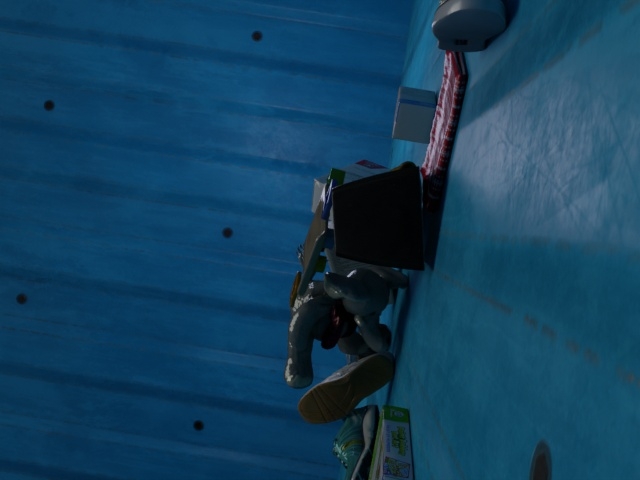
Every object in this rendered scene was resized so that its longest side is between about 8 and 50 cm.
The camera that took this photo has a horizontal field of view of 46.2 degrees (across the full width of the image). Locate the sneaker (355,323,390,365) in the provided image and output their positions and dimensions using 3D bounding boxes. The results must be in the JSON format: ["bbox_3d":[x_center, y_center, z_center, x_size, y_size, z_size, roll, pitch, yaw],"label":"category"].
[{"bbox_3d":[0.143,0.298,2.070,0.227,0.087,0.130,18,-101,-85],"label":"sneaker"}]

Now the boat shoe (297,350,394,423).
[{"bbox_3d":[0.070,0.357,1.833,0.098,0.277,0.096,57,-160,0],"label":"boat shoe"}]

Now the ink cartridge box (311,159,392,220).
[{"bbox_3d":[0.113,-0.122,2.007,0.237,0.172,0.100,-27,-47,-48],"label":"ink cartridge box"}]

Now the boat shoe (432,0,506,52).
[{"bbox_3d":[0.209,-0.325,1.045,0.267,0.096,0.088,-23,-62,-78],"label":"boat shoe"}]

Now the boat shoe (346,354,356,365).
[{"bbox_3d":[0.125,0.405,2.452,0.320,0.103,0.118,94,-175,-73],"label":"boat shoe"}]

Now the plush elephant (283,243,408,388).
[{"bbox_3d":[0.068,0.163,1.744,0.272,0.255,0.330,-12,-84,-44],"label":"plush elephant"}]

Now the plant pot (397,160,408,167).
[{"bbox_3d":[0.245,-0.139,2.400,0.236,0.032,0.236,9,-90,-88],"label":"plant pot"}]

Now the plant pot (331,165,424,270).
[{"bbox_3d":[0.111,-0.040,1.433,0.187,0.167,0.188,-33,-62,-81],"label":"plant pot"}]

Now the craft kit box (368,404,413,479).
[{"bbox_3d":[0.111,0.455,1.298,0.246,0.061,0.250,-84,3,-73],"label":"craft kit box"}]

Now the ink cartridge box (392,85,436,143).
[{"bbox_3d":[0.223,-0.303,1.786,0.143,0.090,0.092,-76,-5,-59],"label":"ink cartridge box"}]

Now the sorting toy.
[{"bbox_3d":[0.000,0.000,1.621,0.196,0.047,0.348,-82,10,-50],"label":"sorting toy"}]

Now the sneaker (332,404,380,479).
[{"bbox_3d":[0.081,0.495,1.748,0.275,0.110,0.107,-73,-28,-61],"label":"sneaker"}]

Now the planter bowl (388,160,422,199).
[{"bbox_3d":[0.143,-0.067,1.632,0.217,0.090,0.217,-28,-59,-59],"label":"planter bowl"}]

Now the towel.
[{"bbox_3d":[0.230,-0.211,1.420,0.199,0.031,0.275,-80,-2,-60],"label":"towel"}]

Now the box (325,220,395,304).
[{"bbox_3d":[0.108,0.060,2.055,0.127,0.148,0.232,-77,-26,-63],"label":"box"}]
